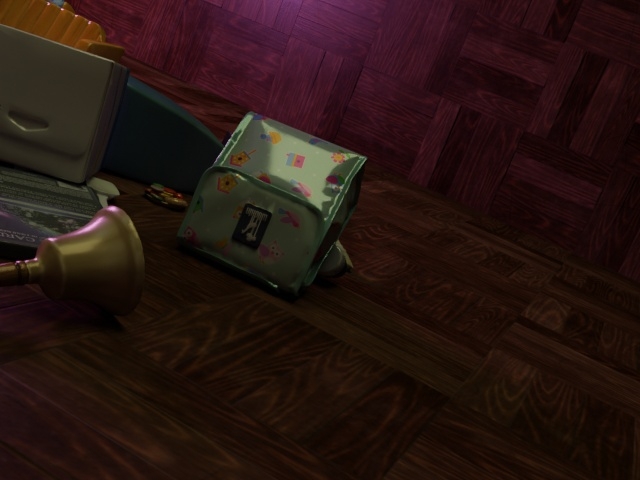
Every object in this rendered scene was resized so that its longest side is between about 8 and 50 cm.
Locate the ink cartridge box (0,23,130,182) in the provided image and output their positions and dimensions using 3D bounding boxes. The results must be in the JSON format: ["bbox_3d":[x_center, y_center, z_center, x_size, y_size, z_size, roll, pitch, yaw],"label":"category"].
[{"bbox_3d":[-0.440,-0.222,1.345,0.198,0.197,0.270,17,7,-11],"label":"ink cartridge box"}]

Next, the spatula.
[{"bbox_3d":[-0.395,-0.074,1.298,0.168,0.019,0.242,17,14,-24],"label":"spatula"}]

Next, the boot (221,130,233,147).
[{"bbox_3d":[-0.122,-0.156,1.966,0.229,0.091,0.263,20,16,-31],"label":"boot"}]

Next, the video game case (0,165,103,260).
[{"bbox_3d":[-0.378,-0.034,1.122,0.196,0.026,0.274,13,19,-33],"label":"video game case"}]

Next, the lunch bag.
[{"bbox_3d":[-0.076,-0.050,1.313,0.223,0.160,0.262,24,54,10],"label":"lunch bag"}]

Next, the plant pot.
[{"bbox_3d":[-0.319,-0.198,1.622,0.234,0.165,0.165,25,11,-25],"label":"plant pot"}]

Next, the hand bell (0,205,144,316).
[{"bbox_3d":[-0.319,0.033,0.854,0.242,0.126,0.126,-6,29,-42],"label":"hand bell"}]

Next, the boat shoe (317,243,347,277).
[{"bbox_3d":[-0.050,0.003,1.437,0.229,0.080,0.076,22,-11,23],"label":"boat shoe"}]

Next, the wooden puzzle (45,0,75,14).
[{"bbox_3d":[-0.707,-0.522,1.915,0.348,0.080,0.322,38,-32,-26],"label":"wooden puzzle"}]

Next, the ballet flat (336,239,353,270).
[{"bbox_3d":[0.000,0.000,1.560,0.168,0.052,0.057,31,15,33],"label":"ballet flat"}]

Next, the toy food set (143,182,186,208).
[{"bbox_3d":[-0.280,-0.080,1.500,0.083,0.020,0.083,20,13,-7],"label":"toy food set"}]

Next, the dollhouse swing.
[{"bbox_3d":[-0.640,-0.379,1.583,0.347,0.315,0.305,26,-8,17],"label":"dollhouse swing"}]
